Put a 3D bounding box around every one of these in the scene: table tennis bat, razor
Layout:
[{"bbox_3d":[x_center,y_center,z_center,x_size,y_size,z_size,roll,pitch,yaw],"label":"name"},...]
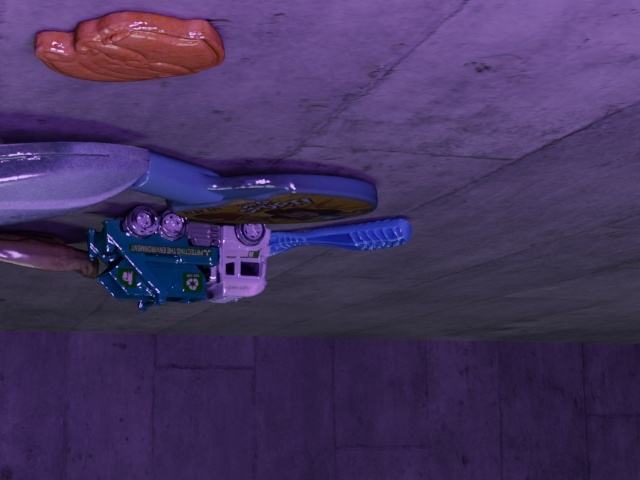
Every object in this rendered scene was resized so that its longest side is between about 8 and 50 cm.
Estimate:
[{"bbox_3d":[-0.076,-0.048,1.227,0.215,0.044,0.329,-6,171,36],"label":"table tennis bat"},{"bbox_3d":[0.000,0.000,1.520,0.253,0.042,0.082,-8,127,31],"label":"razor"}]

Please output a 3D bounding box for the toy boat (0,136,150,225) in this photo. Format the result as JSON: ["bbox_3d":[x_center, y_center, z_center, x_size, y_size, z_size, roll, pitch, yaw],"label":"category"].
[{"bbox_3d":[-0.308,-0.056,1.030,0.319,0.092,0.141,-6,171,-11],"label":"toy boat"}]

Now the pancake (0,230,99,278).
[{"bbox_3d":[-0.408,0.011,1.557,0.241,0.050,0.242,8,175,1],"label":"pancake"}]

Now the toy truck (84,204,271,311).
[{"bbox_3d":[-0.169,0.027,1.435,0.215,0.116,0.110,5,169,-28],"label":"toy truck"}]

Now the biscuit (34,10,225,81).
[{"bbox_3d":[-0.125,-0.126,0.797,0.130,0.019,0.102,-6,170,26],"label":"biscuit"}]
